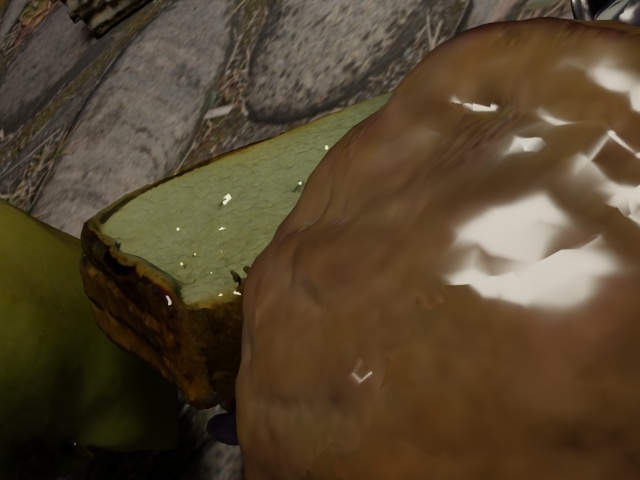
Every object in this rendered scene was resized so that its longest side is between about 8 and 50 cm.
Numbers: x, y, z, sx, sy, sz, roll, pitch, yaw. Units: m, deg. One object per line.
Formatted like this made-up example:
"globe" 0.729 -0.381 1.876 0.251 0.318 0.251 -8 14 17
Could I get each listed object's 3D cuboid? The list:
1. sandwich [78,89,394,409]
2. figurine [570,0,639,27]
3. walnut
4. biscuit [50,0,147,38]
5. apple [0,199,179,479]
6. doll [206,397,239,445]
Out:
"sandwich" 0.000 0.001 1.109 0.251 0.087 0.226 -21 22 -20
"figurine" 0.205 -0.148 1.066 0.145 0.145 0.222 -2 45 55
"walnut" 0.132 0.059 0.749 0.306 0.306 0.344 -56 21 -8
"biscuit" -0.178 -0.308 1.878 0.106 0.070 0.252 -28 35 38
"apple" -0.229 0.116 1.252 0.254 0.292 0.292 9 64 54
"doll" -0.002 0.086 1.142 0.102 0.075 0.227 -46 14 -16
